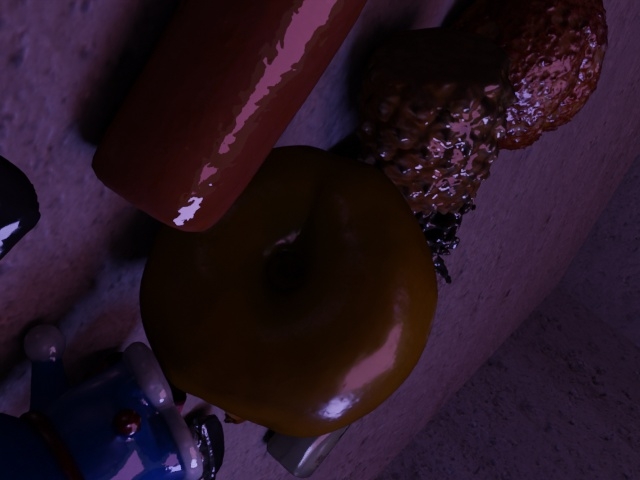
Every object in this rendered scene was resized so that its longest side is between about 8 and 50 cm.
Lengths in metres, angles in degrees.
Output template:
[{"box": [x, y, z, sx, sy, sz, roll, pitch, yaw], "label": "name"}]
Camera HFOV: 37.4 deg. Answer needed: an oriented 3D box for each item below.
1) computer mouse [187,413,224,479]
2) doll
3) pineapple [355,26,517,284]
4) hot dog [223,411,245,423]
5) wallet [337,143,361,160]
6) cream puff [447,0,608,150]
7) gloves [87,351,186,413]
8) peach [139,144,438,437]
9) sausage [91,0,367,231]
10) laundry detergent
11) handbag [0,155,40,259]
[{"box": [-0.170, 0.302, 1.230, 0.105, 0.062, 0.192, -34, 156, -42], "label": "computer mouse"}, {"box": [-0.220, 0.185, 0.729, 0.256, 0.215, 0.161, -25, 174, -31], "label": "doll"}, {"box": [0.102, -0.047, 0.991, 0.169, 0.169, 0.341, -35, 143, -40], "label": "pineapple"}, {"box": [-0.038, 0.152, 1.182, 0.249, 0.076, 0.102, -46, 172, 22], "label": "hot dog"}, {"box": [-0.001, 0.000, 1.115, 0.146, 0.030, 0.285, -36, 157, -39], "label": "wallet"}, {"box": [0.238, -0.205, 1.098, 0.240, 0.164, 0.240, -50, 166, -17], "label": "cream puff"}, {"box": [-0.211, 0.233, 0.875, 0.241, 0.145, 0.126, -64, 158, 11], "label": "gloves"}, {"box": [-0.024, 0.037, 0.796, 0.251, 0.251, 0.153, -45, 167, -19], "label": "peach"}, {"box": [-0.050, -0.131, 0.634, 0.259, 0.113, 0.113, -56, 161, 16], "label": "sausage"}, {"box": [0.024, 0.279, 1.595, 0.253, 0.091, 0.181, -50, 163, -5], "label": "laundry detergent"}, {"box": [-0.279, 0.039, 0.453, 0.275, 0.088, 0.244, -53, 164, -5], "label": "handbag"}]
